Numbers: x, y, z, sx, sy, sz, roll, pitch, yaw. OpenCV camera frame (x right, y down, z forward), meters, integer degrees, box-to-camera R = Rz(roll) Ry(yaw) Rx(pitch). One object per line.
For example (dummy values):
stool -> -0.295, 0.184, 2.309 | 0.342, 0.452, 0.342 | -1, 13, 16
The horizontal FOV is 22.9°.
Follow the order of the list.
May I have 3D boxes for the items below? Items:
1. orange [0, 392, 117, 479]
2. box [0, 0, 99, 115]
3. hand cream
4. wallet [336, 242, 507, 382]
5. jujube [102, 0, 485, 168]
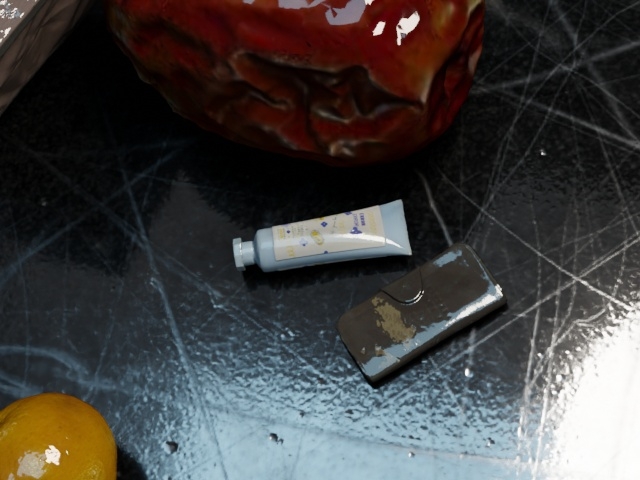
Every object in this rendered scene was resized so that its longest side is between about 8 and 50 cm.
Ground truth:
orange -> -0.254, 0.216, 1.431 | 0.159, 0.159, 0.136 | -40, 105, -9
box -> -0.326, -0.245, 1.554 | 0.153, 0.188, 0.252 | 34, 62, -1
hand cream -> 0.000, 0.000, 1.539 | 0.171, 0.043, 0.065 | -10, 60, 3
wallet -> 0.094, 0.067, 1.504 | 0.157, 0.018, 0.082 | -29, 63, -3
jujube -> -0.033, -0.222, 1.535 | 0.377, 0.276, 0.276 | 17, 69, 16
